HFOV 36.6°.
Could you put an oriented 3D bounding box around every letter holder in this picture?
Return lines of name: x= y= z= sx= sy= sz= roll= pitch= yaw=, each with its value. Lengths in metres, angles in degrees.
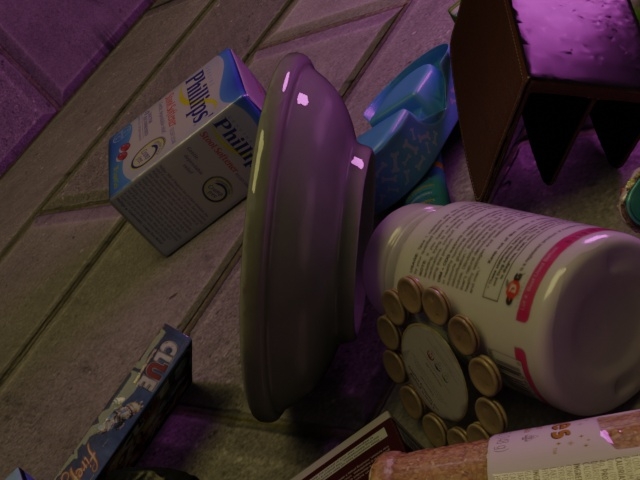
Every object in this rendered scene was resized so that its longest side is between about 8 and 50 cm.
letter holder: x=0.259 y=-0.202 z=1.147 sx=0.152 sy=0.214 sz=0.301 roll=5 pitch=50 yaw=-8

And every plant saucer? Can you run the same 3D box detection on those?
plant saucer: x=0.000 y=0.000 z=1.051 sx=0.101 sy=0.400 sz=0.400 roll=5 pitch=42 yaw=7

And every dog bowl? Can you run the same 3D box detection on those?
dog bowl: x=0.110 y=-0.147 z=1.309 sx=0.166 sy=0.074 sz=0.297 roll=-28 pitch=22 yaw=48

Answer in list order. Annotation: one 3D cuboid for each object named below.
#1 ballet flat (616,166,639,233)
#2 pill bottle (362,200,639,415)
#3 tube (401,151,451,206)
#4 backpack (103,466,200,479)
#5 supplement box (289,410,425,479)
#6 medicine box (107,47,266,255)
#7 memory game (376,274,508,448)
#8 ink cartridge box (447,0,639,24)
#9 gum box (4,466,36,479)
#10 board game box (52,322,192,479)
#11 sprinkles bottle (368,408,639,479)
ballet flat: x=0.390 y=-0.085 z=0.949 sx=0.241 sy=0.091 sz=0.077 roll=-36 pitch=-2 yaw=0
pill bottle: x=0.171 y=0.048 z=0.920 sx=0.160 sy=0.160 sz=0.283 roll=-49 pitch=30 yaw=-14
tube: x=0.134 y=-0.057 z=1.235 sx=0.080 sy=0.052 sz=0.207 roll=-28 pitch=24 yaw=12
backpack: x=-0.207 y=0.333 z=1.025 sx=0.152 sy=0.115 sz=0.182 roll=-14 pitch=41 yaw=35
supplement box: x=0.058 y=0.273 z=0.835 sx=0.130 sy=0.073 sz=0.239 roll=-37 pitch=29 yaw=8
medicine box: x=-0.213 y=-0.160 z=1.678 sx=0.289 sy=0.149 sz=0.263 roll=-37 pitch=29 yaw=8
memory game: x=0.109 y=0.121 z=0.894 sx=0.012 sy=0.186 sz=0.186 roll=-22 pitch=20 yaw=-26
ink cartridge box: x=0.311 y=-0.303 z=1.307 sx=0.189 sy=0.097 sz=0.255 roll=-37 pitch=28 yaw=6
gum box: x=-0.441 y=0.410 z=1.271 sx=0.184 sy=0.041 sz=0.157 roll=-44 pitch=29 yaw=-8
board game box: x=-0.239 y=0.234 z=1.175 sx=0.243 sy=0.042 sz=0.165 roll=-57 pitch=-8 yaw=-26
sprinkles bottle: x=0.215 y=0.175 z=0.658 sx=0.356 sy=0.121 sz=0.121 roll=-14 pitch=36 yaw=17
